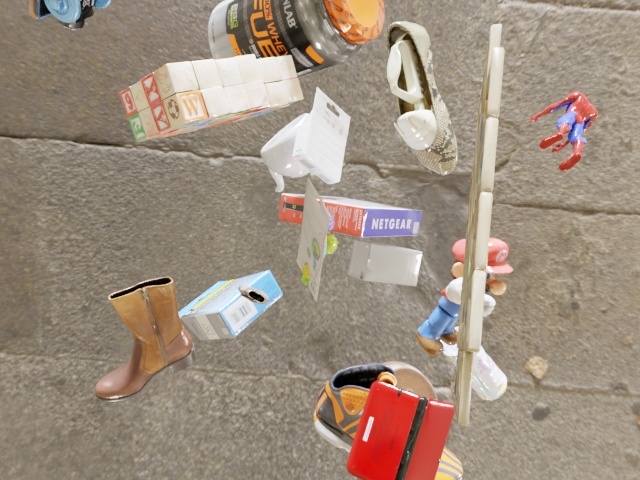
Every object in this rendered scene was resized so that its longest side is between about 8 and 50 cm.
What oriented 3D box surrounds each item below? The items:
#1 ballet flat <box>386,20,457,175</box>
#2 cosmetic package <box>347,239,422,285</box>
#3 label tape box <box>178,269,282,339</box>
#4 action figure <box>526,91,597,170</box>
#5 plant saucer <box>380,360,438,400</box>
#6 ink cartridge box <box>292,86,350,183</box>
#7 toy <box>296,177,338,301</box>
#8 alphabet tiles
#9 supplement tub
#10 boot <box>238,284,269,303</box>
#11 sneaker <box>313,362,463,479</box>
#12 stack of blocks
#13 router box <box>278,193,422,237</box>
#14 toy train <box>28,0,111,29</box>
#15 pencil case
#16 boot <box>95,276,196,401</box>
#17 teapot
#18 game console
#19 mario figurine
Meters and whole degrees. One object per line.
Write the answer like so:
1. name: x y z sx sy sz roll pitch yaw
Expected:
1. ballet flat: 0.278 -0.426 1.526 0.164 0.182 0.483 -15 85 43
2. cosmetic package: 0.218 0.076 1.698 0.237 0.107 0.127 11 92 -31
3. label tape box: -0.320 0.226 1.729 0.333 0.240 0.106 -16 108 48
4. action figure: 0.508 -0.230 1.090 0.091 0.280 0.139 48 140 -5
5. plant saucer: 0.198 0.366 1.160 0.198 0.199 0.036 36 137 -2
6. ink cartridge box: 0.006 -0.305 1.502 0.056 0.181 0.225 -6 67 37
7. toy: 0.000 0.000 1.084 0.056 0.137 0.237 -6 132 -22
8. alphabet tiles: 0.151 -0.008 0.497 0.011 0.285 0.343 5 80 15
9. supplement tub: -0.053 -0.445 1.047 0.337 0.207 0.207 -6 97 38
10. boot: -0.176 0.157 1.409 0.118 0.087 0.042 27 83 -31
11. sneaker: 0.146 0.362 0.996 0.321 0.124 0.180 22 118 8
12. stack of blocks: -0.170 -0.259 0.897 0.171 0.297 0.087 -4 106 46
13. router box: 0.096 -0.077 1.537 0.301 0.335 0.082 13 100 38
14. toy train: -0.262 -0.306 0.502 0.105 0.080 0.184 31 134 -3
15. pencil case: 0.487 0.392 1.606 0.113 0.124 0.273 -36 120 11
16. boot: -0.449 0.243 1.224 0.264 0.096 0.281 -19 130 -15
17. teapot: -0.070 -0.314 1.796 0.187 0.256 0.252 48 69 -17
18. game console: 0.123 0.299 0.773 0.124 0.085 0.144 16 83 22
19. mario figurine: 0.348 0.139 1.170 0.170 0.198 0.321 20 121 1
